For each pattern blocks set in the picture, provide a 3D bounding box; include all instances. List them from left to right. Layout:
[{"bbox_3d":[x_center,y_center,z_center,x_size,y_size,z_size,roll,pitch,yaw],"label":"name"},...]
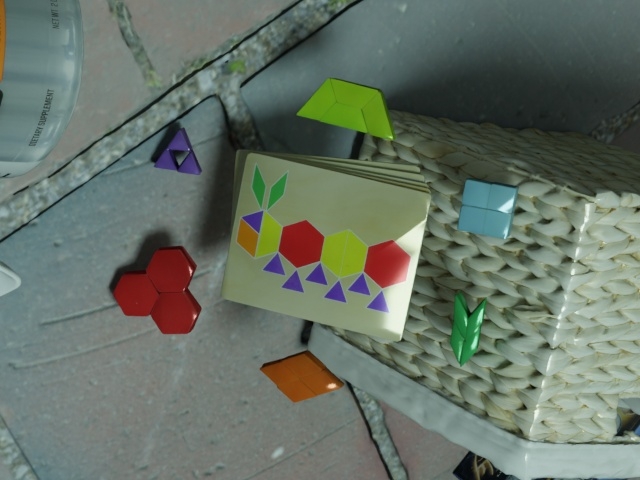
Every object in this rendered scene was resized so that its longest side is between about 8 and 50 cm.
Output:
[{"bbox_3d":[0.000,0.000,1.661,0.026,0.324,0.285,-30,141,-75],"label":"pattern blocks set"}]

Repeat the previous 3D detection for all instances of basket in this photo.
[{"bbox_3d":[0.220,0.045,1.805,0.328,0.331,0.266,3,104,-40],"label":"basket"}]

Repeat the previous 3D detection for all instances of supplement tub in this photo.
[{"bbox_3d":[-0.349,-0.146,1.375,0.316,0.193,0.194,1,110,-37],"label":"supplement tub"}]

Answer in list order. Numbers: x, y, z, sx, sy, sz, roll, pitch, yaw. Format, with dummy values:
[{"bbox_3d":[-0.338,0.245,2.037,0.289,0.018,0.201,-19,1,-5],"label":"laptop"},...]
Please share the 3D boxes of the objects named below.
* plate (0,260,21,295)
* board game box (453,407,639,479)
[{"bbox_3d":[-0.409,0.027,1.403,0.278,0.045,0.277,-25,152,16],"label":"plate"},{"bbox_3d":[0.274,0.197,2.018,0.243,0.165,0.042,-52,131,-6],"label":"board game box"}]
